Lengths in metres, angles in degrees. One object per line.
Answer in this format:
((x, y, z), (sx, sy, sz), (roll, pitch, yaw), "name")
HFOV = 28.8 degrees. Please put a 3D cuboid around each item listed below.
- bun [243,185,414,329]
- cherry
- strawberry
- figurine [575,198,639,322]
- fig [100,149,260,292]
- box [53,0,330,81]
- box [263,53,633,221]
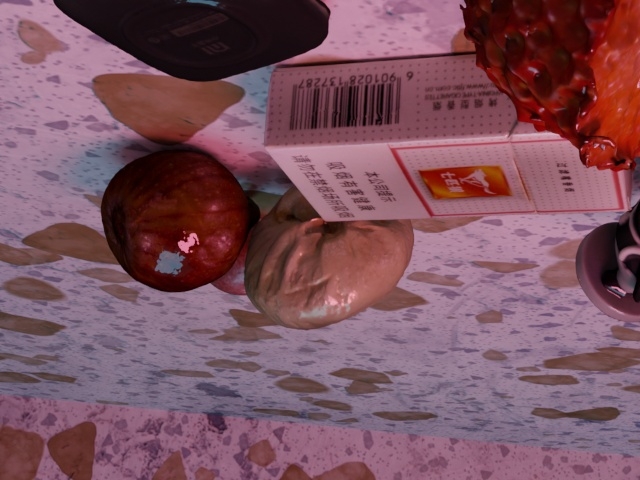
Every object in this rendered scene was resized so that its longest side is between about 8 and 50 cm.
((0.000, 0.000, 1.416), (0.222, 0.222, 0.127), (-9, 121, 34), "bun")
((-0.053, 0.011, 1.634), (0.225, 0.090, 0.107), (-18, 142, 10), "cherry")
((0.199, -0.177, 0.924), (0.178, 0.234, 0.234), (29, 176, 32), "strawberry")
((0.379, -0.020, 1.305), (0.133, 0.176, 0.236), (25, 151, -6), "figurine")
((-0.138, -0.026, 1.433), (0.207, 0.175, 0.175), (-3, 166, -28), "fig")
((-0.112, -0.196, 1.074), (0.212, 0.042, 0.201), (-10, 159, 38), "box")
((0.134, -0.098, 1.232), (0.330, 0.095, 0.210), (-3, 161, 16), "box")
